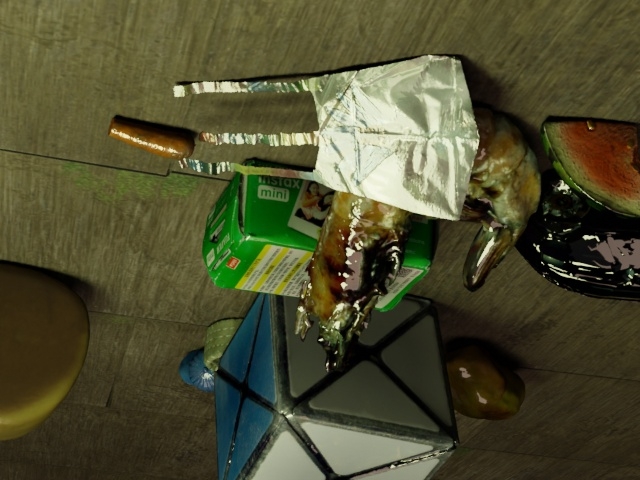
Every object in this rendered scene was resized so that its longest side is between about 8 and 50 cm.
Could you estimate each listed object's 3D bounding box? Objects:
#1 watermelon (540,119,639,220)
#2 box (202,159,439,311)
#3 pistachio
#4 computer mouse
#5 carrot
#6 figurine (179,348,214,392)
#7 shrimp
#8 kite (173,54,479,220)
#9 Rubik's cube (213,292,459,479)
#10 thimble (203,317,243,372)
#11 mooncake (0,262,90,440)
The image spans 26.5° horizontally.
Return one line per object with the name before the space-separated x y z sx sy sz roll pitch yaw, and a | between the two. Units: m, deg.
watermelon | 0.285 -0.088 1.396 0.135 0.125 0.094 36 114 -22
box | 0.000 0.000 1.584 0.250 0.103 0.180 9 156 -16
pistachio | 0.241 0.224 2.066 0.110 0.100 0.189 -18 152 25
computer mouse | 0.300 0.010 1.503 0.241 0.078 0.146 17 150 27
carrot | -0.179 -0.108 1.448 0.093 0.032 0.032 14 154 -17
figurine | -0.157 0.216 2.140 0.077 0.079 0.136 -48 134 7
shrimp | 0.108 0.010 1.463 0.233 0.071 0.365 6 124 -17
kite | 0.004 -0.116 1.346 0.309 0.015 0.169 8 118 11
Rubik's cube | 0.014 0.223 1.840 0.254 0.259 0.260 11 139 -20
thimble | -0.129 0.159 2.014 0.084 0.062 0.110 17 152 -26
mooncake | -0.424 0.140 1.830 0.234 0.235 0.117 12 152 -19
